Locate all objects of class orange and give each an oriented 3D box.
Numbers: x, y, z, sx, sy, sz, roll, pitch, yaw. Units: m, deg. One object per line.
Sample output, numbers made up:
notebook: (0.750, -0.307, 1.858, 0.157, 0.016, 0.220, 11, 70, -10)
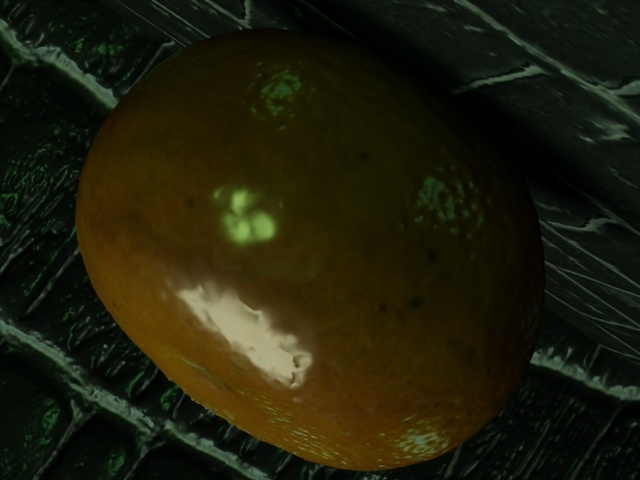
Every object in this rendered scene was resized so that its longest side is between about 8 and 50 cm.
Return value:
orange: (0.000, 0.000, 1.400, 0.424, 0.326, 0.424, 30, 159, 13)
